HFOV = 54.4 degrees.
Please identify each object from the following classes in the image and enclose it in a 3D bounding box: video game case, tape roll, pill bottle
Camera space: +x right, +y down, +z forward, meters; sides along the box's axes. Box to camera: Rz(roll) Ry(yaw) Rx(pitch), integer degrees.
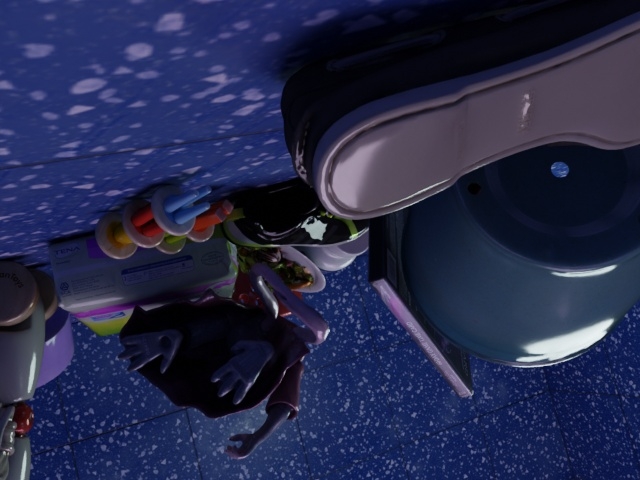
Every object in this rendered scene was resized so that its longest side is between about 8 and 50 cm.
[{"bbox_3d":[0.137,0.061,0.843,0.026,0.196,0.274,-20,130,23],"label":"video game case"},{"bbox_3d":[-0.503,0.159,1.010,0.189,0.080,0.189,4,-150,-2],"label":"tape roll"},{"bbox_3d":[0.000,0.000,1.029,0.112,0.112,0.187,-11,175,-33],"label":"pill bottle"}]

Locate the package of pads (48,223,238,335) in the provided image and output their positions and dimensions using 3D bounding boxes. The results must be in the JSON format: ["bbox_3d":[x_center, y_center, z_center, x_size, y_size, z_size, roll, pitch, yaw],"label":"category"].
[{"bbox_3d":[-0.237,0.053,0.902,0.229,0.101,0.296,-13,168,-14],"label":"package of pads"}]

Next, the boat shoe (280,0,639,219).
[{"bbox_3d":[0.135,-0.110,0.404,0.335,0.095,0.112,-17,140,-12],"label":"boat shoe"}]

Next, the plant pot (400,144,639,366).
[{"bbox_3d":[0.216,-0.025,0.617,0.272,0.271,0.255,-14,161,3],"label":"plant pot"}]

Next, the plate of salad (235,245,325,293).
[{"bbox_3d":[-0.087,0.038,0.990,0.200,0.048,0.200,22,157,10],"label":"plate of salad"}]

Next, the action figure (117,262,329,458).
[{"bbox_3d":[-0.104,0.136,0.885,0.276,0.248,0.370,-46,162,8],"label":"action figure"}]

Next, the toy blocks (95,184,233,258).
[{"bbox_3d":[-0.145,-0.025,0.659,0.148,0.054,0.123,-18,173,36],"label":"toy blocks"}]

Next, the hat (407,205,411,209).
[{"bbox_3d":[0.130,-0.068,1.170,0.173,0.184,0.208,-52,180,34],"label":"hat"}]

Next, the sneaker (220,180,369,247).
[{"bbox_3d":[-0.011,-0.033,0.785,0.235,0.084,0.097,-12,173,-28],"label":"sneaker"}]

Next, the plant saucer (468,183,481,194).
[{"bbox_3d":[0.250,-0.032,1.122,0.259,0.048,0.258,-52,180,-8],"label":"plant saucer"}]

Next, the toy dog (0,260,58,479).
[{"bbox_3d":[-0.454,0.173,0.818,0.161,0.333,0.220,3,147,-10],"label":"toy dog"}]

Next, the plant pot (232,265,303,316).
[{"bbox_3d":[-0.144,0.095,1.349,0.191,0.174,0.191,-13,176,-1],"label":"plant pot"}]
